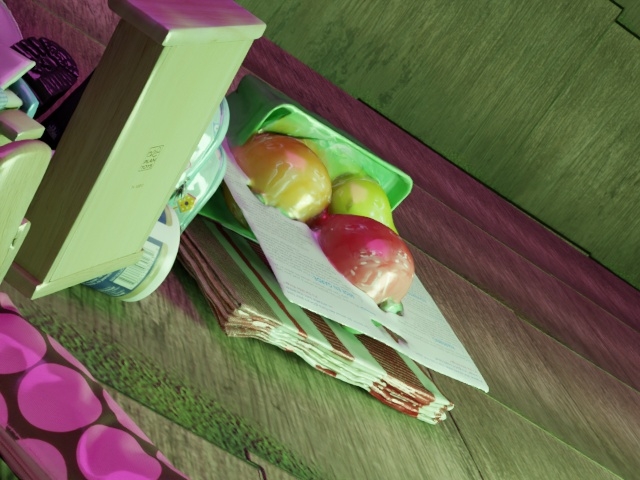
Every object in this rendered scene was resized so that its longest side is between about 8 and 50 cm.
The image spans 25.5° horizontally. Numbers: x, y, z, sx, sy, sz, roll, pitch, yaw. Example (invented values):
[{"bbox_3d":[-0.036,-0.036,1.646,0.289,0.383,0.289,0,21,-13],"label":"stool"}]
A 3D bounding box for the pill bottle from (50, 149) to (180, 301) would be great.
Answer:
[{"bbox_3d":[-0.208,-0.019,1.178,0.169,0.094,0.094,27,16,-38],"label":"pill bottle"}]

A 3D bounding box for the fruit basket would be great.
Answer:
[{"bbox_3d":[0.000,0.000,1.487,0.327,0.165,0.353,27,29,-44],"label":"fruit basket"}]

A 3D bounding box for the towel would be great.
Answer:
[{"bbox_3d":[-0.024,0.074,1.485,0.329,0.037,0.237,29,13,-39],"label":"towel"}]

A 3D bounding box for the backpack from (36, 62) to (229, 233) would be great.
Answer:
[{"bbox_3d":[-0.170,-0.091,1.319,0.144,0.188,0.166,27,16,-38],"label":"backpack"}]

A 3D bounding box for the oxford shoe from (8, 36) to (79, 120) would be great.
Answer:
[{"bbox_3d":[-0.314,-0.111,1.271,0.083,0.096,0.227,53,34,7],"label":"oxford shoe"}]

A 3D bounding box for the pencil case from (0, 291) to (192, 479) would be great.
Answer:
[{"bbox_3d":[-0.160,0.122,0.846,0.209,0.095,0.098,40,31,19],"label":"pencil case"}]

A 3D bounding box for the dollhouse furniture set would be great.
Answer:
[{"bbox_3d":[-0.245,-0.128,0.901,0.303,0.198,0.286,35,20,14],"label":"dollhouse furniture set"}]

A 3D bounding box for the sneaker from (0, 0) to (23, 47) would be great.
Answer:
[{"bbox_3d":[-0.394,-0.239,1.458,0.330,0.122,0.146,48,-1,42],"label":"sneaker"}]
